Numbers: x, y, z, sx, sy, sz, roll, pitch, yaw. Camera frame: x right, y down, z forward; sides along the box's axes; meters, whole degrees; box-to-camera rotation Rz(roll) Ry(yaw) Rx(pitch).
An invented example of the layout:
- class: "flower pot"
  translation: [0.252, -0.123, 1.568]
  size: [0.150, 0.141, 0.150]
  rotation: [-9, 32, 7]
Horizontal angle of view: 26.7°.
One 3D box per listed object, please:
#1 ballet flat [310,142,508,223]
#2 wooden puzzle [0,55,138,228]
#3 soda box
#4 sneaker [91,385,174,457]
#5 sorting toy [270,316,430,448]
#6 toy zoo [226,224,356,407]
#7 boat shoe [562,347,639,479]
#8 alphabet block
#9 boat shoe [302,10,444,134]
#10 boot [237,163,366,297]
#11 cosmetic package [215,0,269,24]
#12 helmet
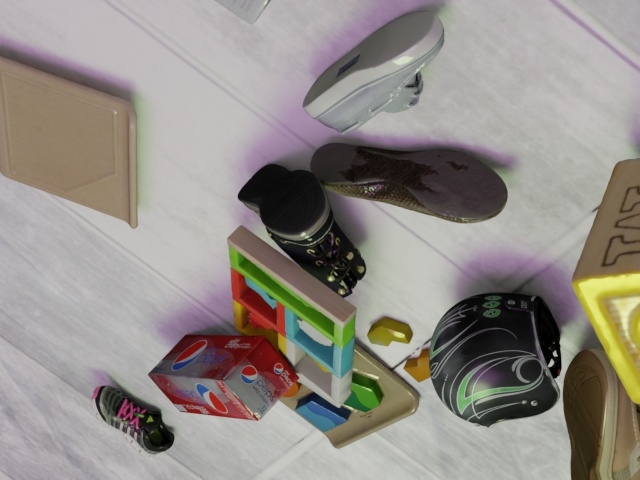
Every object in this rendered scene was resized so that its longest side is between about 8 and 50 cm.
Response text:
- class: "ballet flat"
  translation: [0.106, -0.068, 1.614]
  size: [0.249, 0.084, 0.058]
  rotation: [10, 163, 23]
- class: "wooden puzzle"
  translation: [-0.342, -0.138, 1.819]
  size: [0.238, 0.044, 0.221]
  rotation: [24, 139, 14]
- class: "soda box"
  translation: [-0.142, 0.193, 1.927]
  size: [0.083, 0.092, 0.263]
  rotation: [52, 155, -18]
- class: "sneaker"
  translation: [-0.299, 0.291, 2.199]
  size: [0.074, 0.063, 0.170]
  rotation: [-14, 127, 39]
- class: "sorting toy"
  translation: [0.028, 0.187, 1.924]
  size: [0.229, 0.041, 0.307]
  rotation: [42, 137, -13]
- class: "toy zoo"
  translation: [-0.038, 0.116, 1.791]
  size: [0.192, 0.030, 0.293]
  rotation: [36, 154, 19]
- class: "boat shoe"
  translation: [0.387, 0.255, 1.750]
  size: [0.110, 0.122, 0.341]
  rotation: [-16, 134, -6]
- class: "alphabet block"
  translation: [0.400, 0.033, 1.398]
  size: [0.193, 0.197, 0.192]
  rotation: [-11, 124, 37]
- class: "boat shoe"
  translation: [0.074, -0.182, 1.517]
  size: [0.081, 0.079, 0.227]
  rotation: [37, 144, -22]
- class: "boot"
  translation: [0.001, -0.001, 1.665]
  size: [0.178, 0.085, 0.236]
  rotation: [47, 174, -23]
- class: "cosmetic package"
  translation: [-0.088, -0.354, 1.373]
  size: [0.183, 0.151, 0.151]
  rotation: [33, 138, -5]
- class: "helmet"
  translation: [0.214, 0.149, 1.692]
  size: [0.161, 0.169, 0.169]
  rotation: [-17, 122, 21]
